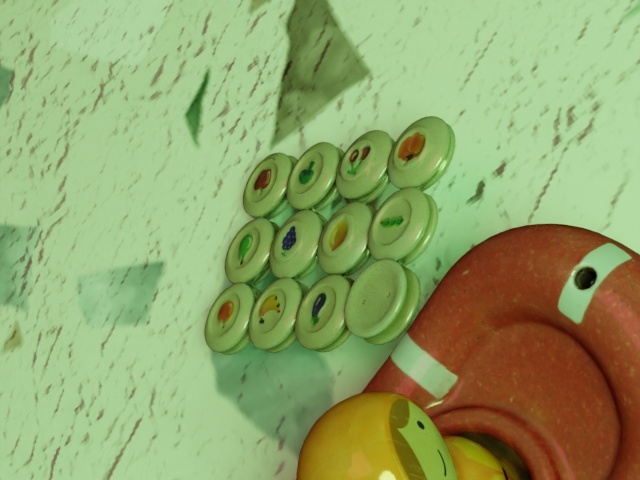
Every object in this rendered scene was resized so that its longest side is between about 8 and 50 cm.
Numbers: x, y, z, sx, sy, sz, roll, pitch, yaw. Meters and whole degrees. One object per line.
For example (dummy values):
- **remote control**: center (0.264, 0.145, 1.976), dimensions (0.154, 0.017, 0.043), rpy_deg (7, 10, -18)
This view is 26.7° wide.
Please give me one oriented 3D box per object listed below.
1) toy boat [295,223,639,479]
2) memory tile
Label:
- **toy boat**: center (0.048, 0.095, 0.506), dimensions (0.151, 0.151, 0.231), rpy_deg (39, 94, 38)
- **memory tile**: center (0.000, 0.000, 0.636), dimensions (0.148, 0.012, 0.113), rpy_deg (-9, 59, 49)
